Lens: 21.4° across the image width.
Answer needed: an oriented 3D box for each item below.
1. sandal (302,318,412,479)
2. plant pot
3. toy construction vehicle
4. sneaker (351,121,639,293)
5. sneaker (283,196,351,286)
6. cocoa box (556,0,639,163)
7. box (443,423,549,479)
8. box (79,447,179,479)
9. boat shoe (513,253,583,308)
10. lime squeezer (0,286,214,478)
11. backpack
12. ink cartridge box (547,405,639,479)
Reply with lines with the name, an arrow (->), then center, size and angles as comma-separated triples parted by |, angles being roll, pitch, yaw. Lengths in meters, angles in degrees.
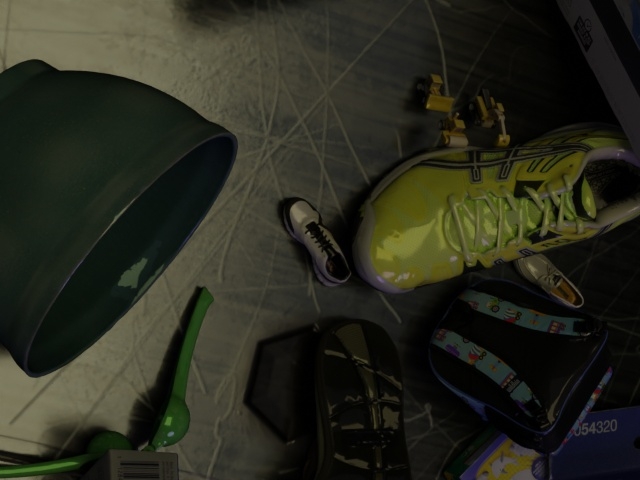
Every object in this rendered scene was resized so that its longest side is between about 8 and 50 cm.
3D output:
sandal -> 0.035, 0.237, 1.804 | 0.120, 0.086, 0.303 | 10, 73, -18
plant pot -> -0.246, -0.046, 1.585 | 0.196, 0.293, 0.293 | 40, 75, 8
toy construction vehicle -> 0.157, -0.141, 1.837 | 0.086, 0.035, 0.098 | 8, 44, -22
sneaker -> 0.210, -0.047, 1.833 | 0.384, 0.147, 0.145 | -22, 101, -20
sneaker -> 0.000, 0.000, 1.799 | 0.040, 0.044, 0.109 | -37, 103, -16
cocoa box -> 0.431, -0.247, 1.800 | 0.231, 0.228, 0.347 | -10, 62, -23
box -> 0.230, 0.293, 1.906 | 0.105, 0.043, 0.179 | -44, 109, -17
box -> -0.188, 0.282, 1.653 | 0.072, 0.137, 0.126 | 5, 67, -21
boat shoe -> 0.260, 0.043, 1.916 | 0.100, 0.035, 0.035 | 44, 75, -18
lime squeezer -> -0.203, 0.181, 1.708 | 0.310, 0.059, 0.110 | -37, 105, -17
backpack -> 0.212, 0.132, 1.843 | 0.158, 0.173, 0.117 | -57, 154, -16
ink cartridge box -> 0.404, 0.352, 1.939 | 0.324, 0.071, 0.330 | -4, 100, -28
